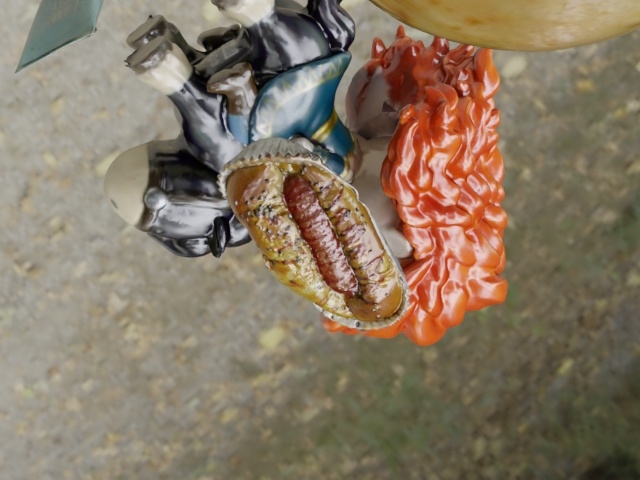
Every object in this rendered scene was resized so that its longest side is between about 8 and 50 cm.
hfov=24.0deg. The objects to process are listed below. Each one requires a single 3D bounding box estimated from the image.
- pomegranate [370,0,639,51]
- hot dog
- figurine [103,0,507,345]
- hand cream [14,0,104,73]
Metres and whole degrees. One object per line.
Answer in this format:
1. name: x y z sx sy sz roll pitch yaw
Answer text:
1. pomegranate: 0.142 -0.293 0.740 0.411 0.411 0.411 -29 146 -22
2. hot dog: 0.000 0.000 1.156 0.099 0.053 0.192 -18 122 32
3. figurine: -0.002 -0.074 1.373 0.411 0.241 0.306 18 96 -22
4. hand cream: -0.290 -0.303 1.777 0.111 0.312 0.070 -23 121 19
